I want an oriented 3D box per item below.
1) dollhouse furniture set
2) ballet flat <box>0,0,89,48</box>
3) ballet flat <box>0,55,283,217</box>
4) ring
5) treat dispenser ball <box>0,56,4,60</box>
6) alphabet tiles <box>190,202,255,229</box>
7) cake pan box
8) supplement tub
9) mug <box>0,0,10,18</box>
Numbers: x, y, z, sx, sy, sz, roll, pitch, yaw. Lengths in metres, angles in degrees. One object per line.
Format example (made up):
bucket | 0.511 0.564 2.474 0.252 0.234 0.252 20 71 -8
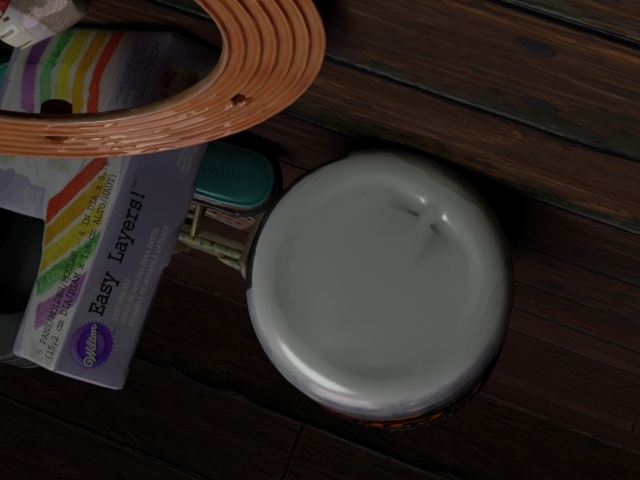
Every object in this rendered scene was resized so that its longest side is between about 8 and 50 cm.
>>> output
dollhouse furniture set | -0.090 -0.023 1.462 0.182 0.101 0.161 18 171 27
ballet flat | -0.228 -0.165 1.052 0.057 0.052 0.168 28 170 -39
ballet flat | -0.171 -0.089 1.293 0.280 0.095 0.096 23 -177 -8
ring | -0.164 -0.123 0.811 0.336 0.032 0.336 -1 161 0
treat dispenser ball | -0.362 -0.046 1.373 0.288 0.288 0.288 21 172 3
alphabet tiles | -0.171 -0.061 1.779 0.198 0.009 0.237 23 173 -9
cake pan box | -0.194 -0.031 1.089 0.070 0.267 0.245 22 176 -36
supplement tub | 0.058 0.056 1.210 0.207 0.207 0.338 21 173 9
mug | -0.271 -0.201 0.844 0.169 0.150 0.113 23 137 -39
